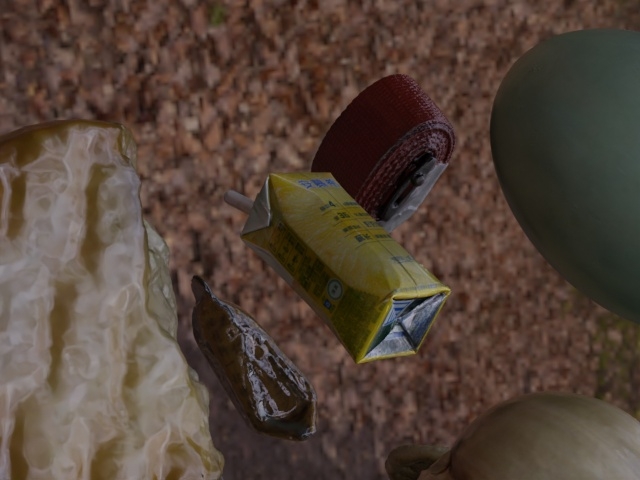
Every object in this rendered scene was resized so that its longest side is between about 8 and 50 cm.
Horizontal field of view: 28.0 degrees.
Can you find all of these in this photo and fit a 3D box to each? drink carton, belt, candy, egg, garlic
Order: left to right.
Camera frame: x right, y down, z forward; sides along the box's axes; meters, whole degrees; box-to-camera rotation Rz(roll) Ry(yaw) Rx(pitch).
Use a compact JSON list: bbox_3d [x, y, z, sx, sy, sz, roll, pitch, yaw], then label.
[{"bbox_3d":[-0.106,0.163,1.788,0.271,0.101,0.143,56,-17,-4],"label":"candy"},{"bbox_3d":[0.000,0.000,0.926,0.084,0.200,0.074,-7,132,-44],"label":"drink carton"},{"bbox_3d":[0.082,-0.096,1.612,0.128,0.201,0.124,9,35,-45],"label":"belt"},{"bbox_3d":[0.212,0.307,1.221,0.313,0.286,0.249,51,-18,28],"label":"garlic"},{"bbox_3d":[0.352,-0.061,1.362,0.389,0.276,0.276,41,9,7],"label":"egg"}]

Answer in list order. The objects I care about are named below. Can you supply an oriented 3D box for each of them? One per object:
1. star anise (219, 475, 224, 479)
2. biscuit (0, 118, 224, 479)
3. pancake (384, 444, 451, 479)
[{"bbox_3d":[-0.167,0.334,1.515,0.230,0.081,0.262,37,50,-16],"label":"star anise"},{"bbox_3d":[-0.180,0.056,0.851,0.091,0.213,0.274,-18,-100,61],"label":"biscuit"},{"bbox_3d":[0.144,0.284,1.485,0.152,0.151,0.025,73,31,-46],"label":"pancake"}]
